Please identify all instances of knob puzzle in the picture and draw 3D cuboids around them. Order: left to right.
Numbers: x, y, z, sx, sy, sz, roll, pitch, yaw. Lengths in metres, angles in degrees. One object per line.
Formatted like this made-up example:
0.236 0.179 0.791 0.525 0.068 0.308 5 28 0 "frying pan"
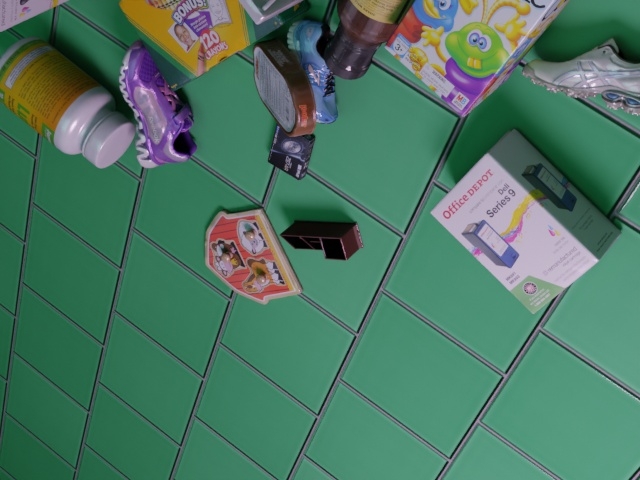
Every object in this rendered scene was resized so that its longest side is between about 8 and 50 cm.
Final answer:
-0.143 0.035 1.904 0.213 0.030 0.213 20 129 26 "knob puzzle"

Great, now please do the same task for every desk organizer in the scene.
0.000 0.000 1.755 0.130 0.050 0.047 3 120 36 "desk organizer"

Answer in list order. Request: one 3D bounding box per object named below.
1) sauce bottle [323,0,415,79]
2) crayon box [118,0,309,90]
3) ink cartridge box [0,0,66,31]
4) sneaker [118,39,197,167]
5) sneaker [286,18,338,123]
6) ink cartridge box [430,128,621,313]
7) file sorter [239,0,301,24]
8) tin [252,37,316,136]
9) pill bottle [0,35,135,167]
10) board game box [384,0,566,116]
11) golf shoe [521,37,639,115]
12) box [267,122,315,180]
0.085 -0.336 1.396 0.111 0.111 0.344 43 147 5 "sauce bottle"
-0.167 -0.360 1.620 0.278 0.081 0.165 -21 104 44 "crayon box"
-0.500 -0.481 1.661 0.197 0.270 0.198 30 133 16 "ink cartridge box"
-0.265 -0.226 1.786 0.104 0.095 0.236 10 129 24 "sneaker"
0.001 -0.249 1.580 0.073 0.063 0.162 2 120 33 "sneaker"
0.285 -0.027 1.490 0.212 0.093 0.154 47 136 5 "ink cartridge box"
-0.067 -0.468 1.397 0.173 0.193 0.278 -33 96 42 "file sorter"
-0.057 -0.228 1.574 0.190 0.040 0.106 -124 30 -47 "tin"
-0.452 -0.239 1.880 0.245 0.136 0.136 38 135 11 "pill bottle"
0.224 -0.313 1.307 0.144 0.142 0.275 42 135 6 "board game box"
0.347 -0.219 1.348 0.176 0.069 0.086 18 108 24 "golf shoe"
-0.047 -0.147 1.716 0.067 0.018 0.083 32 133 17 "box"
